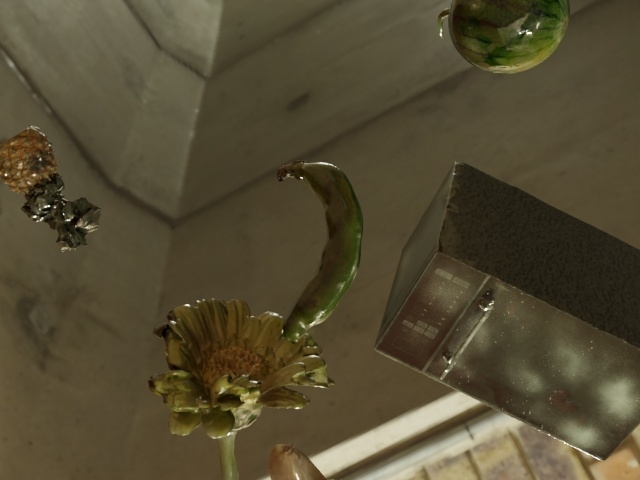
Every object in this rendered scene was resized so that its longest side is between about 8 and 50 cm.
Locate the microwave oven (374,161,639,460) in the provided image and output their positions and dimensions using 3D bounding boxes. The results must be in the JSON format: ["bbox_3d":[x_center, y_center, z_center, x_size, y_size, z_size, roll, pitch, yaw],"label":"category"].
[{"bbox_3d":[0.356,0.107,1.609,0.432,0.236,0.374,26,-146,-3],"label":"microwave oven"}]

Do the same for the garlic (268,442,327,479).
[{"bbox_3d":[-0.046,0.474,1.949,0.090,0.129,0.198,-47,-59,-33],"label":"garlic"}]

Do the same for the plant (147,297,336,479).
[{"bbox_3d":[-0.149,0.210,1.458,0.306,0.297,0.261,-20,-113,-38],"label":"plant"}]

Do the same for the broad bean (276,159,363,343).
[{"bbox_3d":[0.000,0.000,1.373,0.049,0.144,0.291,29,-130,-50],"label":"broad bean"}]

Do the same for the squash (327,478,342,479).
[{"bbox_3d":[-0.016,0.706,2.255,0.093,0.169,0.252,9,-112,-21],"label":"squash"}]

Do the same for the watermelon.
[{"bbox_3d":[0.290,-0.366,1.518,0.188,0.215,0.188,-46,-35,-48],"label":"watermelon"}]

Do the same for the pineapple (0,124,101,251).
[{"bbox_3d":[-0.492,-0.086,1.698,0.237,0.111,0.119,58,147,-7],"label":"pineapple"}]
